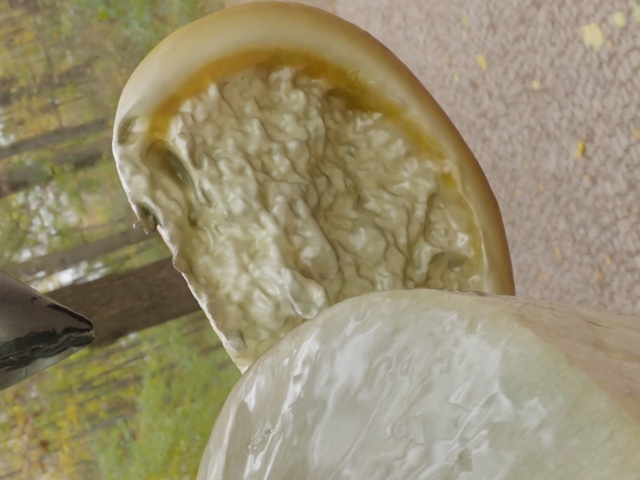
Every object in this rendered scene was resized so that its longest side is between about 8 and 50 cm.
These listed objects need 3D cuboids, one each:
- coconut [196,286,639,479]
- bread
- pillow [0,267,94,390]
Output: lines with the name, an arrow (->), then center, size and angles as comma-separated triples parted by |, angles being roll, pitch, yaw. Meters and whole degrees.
coconut -> 0.091, 0.220, 0.593 | 0.344, 0.415, 0.415 | 13, 127, 44
bread -> -0.022, 0.014, 0.905 | 0.245, 0.329, 0.424 | -25, 98, 48
pillow -> -0.317, 0.079, 0.752 | 0.186, 0.250, 0.106 | 23, 126, 38
